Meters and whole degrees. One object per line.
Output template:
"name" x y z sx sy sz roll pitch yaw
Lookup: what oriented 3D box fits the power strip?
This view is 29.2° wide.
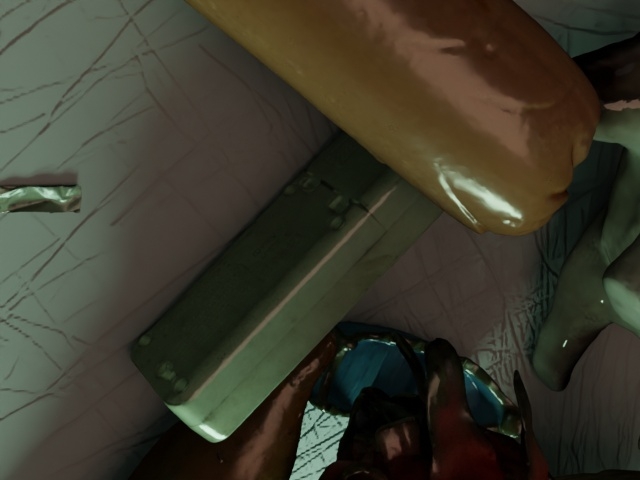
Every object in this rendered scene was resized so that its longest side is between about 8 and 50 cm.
"power strip" 0.000 0.000 0.806 0.288 0.093 0.053 -45 123 -4

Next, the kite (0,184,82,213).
"kite" -0.256 -0.018 0.698 0.250 0.012 0.229 -9 117 -29

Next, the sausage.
"sausage" 0.032 -0.123 0.699 0.304 0.121 0.121 38 90 -15

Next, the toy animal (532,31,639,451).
"toy animal" 0.293 -0.024 0.895 0.302 0.194 0.344 -39 144 -10

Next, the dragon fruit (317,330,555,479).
"dragon fruit" 0.075 0.197 0.817 0.192 0.193 0.274 -17 81 0

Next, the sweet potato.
"sweet potato" -0.096 0.205 0.837 0.112 0.112 0.359 32 98 -37

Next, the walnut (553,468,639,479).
"walnut" 0.246 0.310 0.986 0.313 0.277 0.252 0 85 7

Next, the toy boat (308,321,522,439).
"toy boat" 0.073 0.113 0.911 0.185 0.077 0.075 20 100 -36
